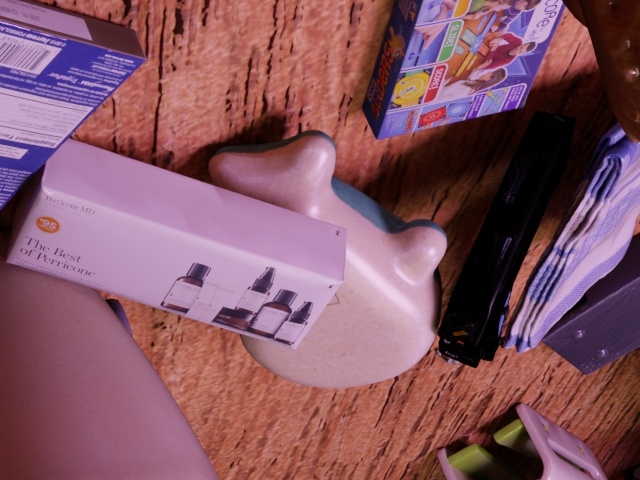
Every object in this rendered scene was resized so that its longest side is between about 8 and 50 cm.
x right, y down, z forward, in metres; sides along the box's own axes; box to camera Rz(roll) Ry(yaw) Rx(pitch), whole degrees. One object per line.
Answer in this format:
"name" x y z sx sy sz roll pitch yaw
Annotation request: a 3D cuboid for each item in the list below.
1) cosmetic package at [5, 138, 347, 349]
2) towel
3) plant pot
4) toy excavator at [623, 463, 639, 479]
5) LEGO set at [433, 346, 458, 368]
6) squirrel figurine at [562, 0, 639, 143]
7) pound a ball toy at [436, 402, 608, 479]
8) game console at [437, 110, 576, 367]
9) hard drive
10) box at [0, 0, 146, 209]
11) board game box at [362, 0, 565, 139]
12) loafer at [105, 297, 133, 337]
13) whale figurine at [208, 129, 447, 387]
"cosmetic package" -0.108 0.004 1.378 0.239 0.060 0.099 17 135 -15
"towel" 0.265 -0.036 1.629 0.209 0.034 0.285 -40 160 -38
"plant pot" -0.224 0.140 1.392 0.256 0.274 0.256 -18 152 -10
"toy excavator" 0.358 0.484 2.320 0.445 0.222 0.433 -16 -168 -9
"LEGO set" 0.147 0.112 1.913 0.054 0.023 0.083 -26 153 3
"squirrel figurine" 0.316 -0.229 1.050 0.370 0.397 0.281 -16 148 4
"pound a ball toy" 0.242 0.337 2.263 0.208 0.136 0.319 -32 151 13
"game console" 0.168 0.021 1.646 0.361 0.044 0.213 71 43 -77
"hard drive" 0.356 0.044 1.925 0.255 0.054 0.172 -33 151 13
"box" -0.241 -0.079 1.255 0.136 0.036 0.225 11 135 -48
"board game box" 0.117 -0.161 1.398 0.136 0.035 0.201 -13 151 -20
"loafer" -0.230 0.155 1.607 0.095 0.109 0.302 -8 151 -21
"whale figurine" 0.000 0.000 1.514 0.216 0.141 0.272 -11 132 17
